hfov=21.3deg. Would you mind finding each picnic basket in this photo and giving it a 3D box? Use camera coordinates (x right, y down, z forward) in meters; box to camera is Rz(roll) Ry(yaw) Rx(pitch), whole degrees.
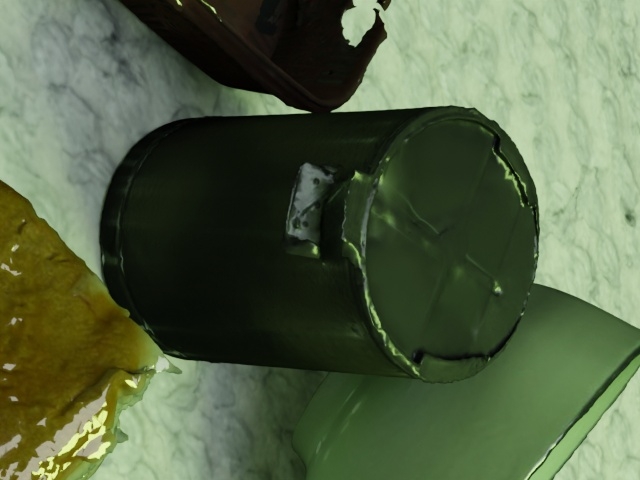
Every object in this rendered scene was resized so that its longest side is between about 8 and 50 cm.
[{"bbox_3d":[-0.079,-0.246,1.342,0.297,0.129,0.222,41,63,-35],"label":"picnic basket"}]

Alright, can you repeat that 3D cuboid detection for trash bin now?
[{"bbox_3d":[0.000,0.000,1.300,0.252,0.301,0.203,12,83,-41],"label":"trash bin"}]

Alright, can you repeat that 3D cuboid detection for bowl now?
[{"bbox_3d":[0.099,0.165,1.427,0.185,0.354,0.354,38,56,14],"label":"bowl"}]

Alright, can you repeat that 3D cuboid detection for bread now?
[{"bbox_3d":[-0.274,0.116,1.090,0.250,0.225,0.279,42,63,3],"label":"bread"}]
